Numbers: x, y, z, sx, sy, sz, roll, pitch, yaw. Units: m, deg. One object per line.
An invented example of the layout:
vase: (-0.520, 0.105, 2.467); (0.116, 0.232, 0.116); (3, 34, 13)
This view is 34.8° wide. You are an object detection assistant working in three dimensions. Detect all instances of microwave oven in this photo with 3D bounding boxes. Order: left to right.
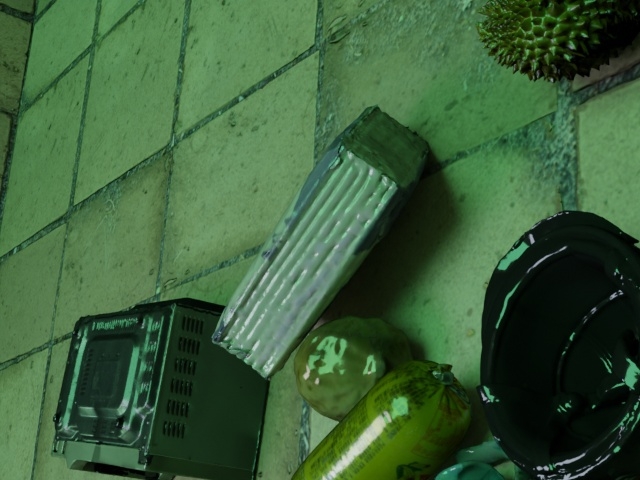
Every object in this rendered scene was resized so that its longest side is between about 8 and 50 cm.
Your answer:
microwave oven: (-0.271, 0.245, 1.653); (0.355, 0.218, 0.286); (-10, 69, 53)

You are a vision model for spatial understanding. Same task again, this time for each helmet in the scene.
helmet: (0.277, 0.112, 0.986); (0.230, 0.160, 0.279); (-54, 28, 32)

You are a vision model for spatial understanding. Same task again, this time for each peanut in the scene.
peanut: (0.042, 0.167, 1.322); (0.159, 0.109, 0.140); (4, 84, 20)

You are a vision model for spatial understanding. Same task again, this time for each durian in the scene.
durian: (0.298, -0.267, 1.134); (0.138, 0.193, 0.237); (60, 139, 21)

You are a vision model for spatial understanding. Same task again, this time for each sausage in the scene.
sausage: (0.064, 0.267, 1.242); (0.347, 0.123, 0.123); (-53, 38, 34)

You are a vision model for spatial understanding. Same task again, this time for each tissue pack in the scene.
tissue pack: (0.000, 0.000, 1.385); (0.343, 0.125, 0.242); (-54, 2, 23)

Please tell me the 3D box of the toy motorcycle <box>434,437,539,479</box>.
toy motorcycle: (0.168, 0.303, 1.068); (0.206, 0.154, 0.260); (-59, 12, -4)
